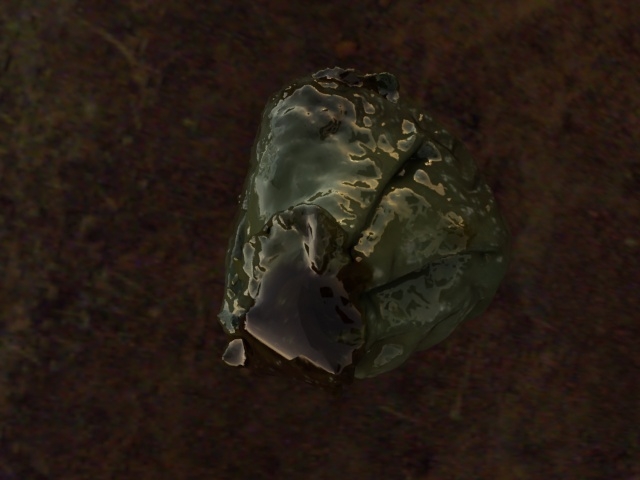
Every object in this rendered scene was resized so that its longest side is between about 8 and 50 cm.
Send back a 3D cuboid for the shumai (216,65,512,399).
[{"bbox_3d":[-0.003,-0.006,0.784,0.184,0.142,0.184,2,96,24],"label":"shumai"}]
